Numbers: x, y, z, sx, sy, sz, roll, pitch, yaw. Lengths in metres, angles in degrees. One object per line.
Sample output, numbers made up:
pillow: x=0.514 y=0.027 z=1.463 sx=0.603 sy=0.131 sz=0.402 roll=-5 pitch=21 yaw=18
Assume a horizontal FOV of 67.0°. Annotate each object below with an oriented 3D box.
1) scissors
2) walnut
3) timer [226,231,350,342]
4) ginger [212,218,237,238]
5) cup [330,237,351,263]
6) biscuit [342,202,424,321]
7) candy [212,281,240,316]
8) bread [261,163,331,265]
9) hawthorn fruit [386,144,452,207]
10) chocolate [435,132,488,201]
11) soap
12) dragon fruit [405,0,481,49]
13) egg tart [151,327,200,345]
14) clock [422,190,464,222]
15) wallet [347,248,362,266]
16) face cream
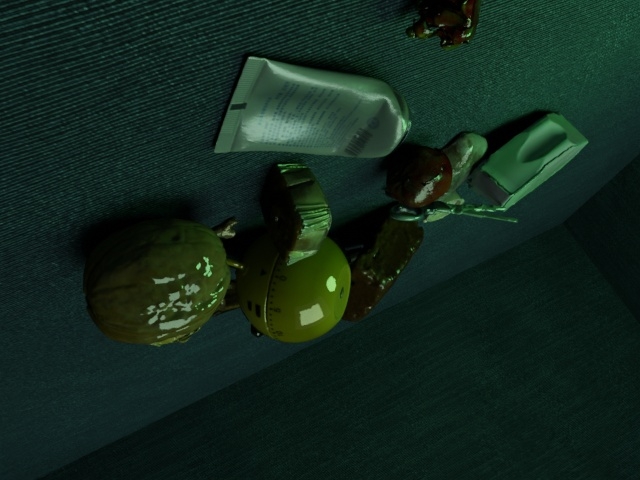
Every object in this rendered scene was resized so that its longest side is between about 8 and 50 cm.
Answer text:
scissors: x=0.388 y=-0.096 z=1.451 sx=0.383 sy=0.256 sz=0.029 roll=7 pitch=115 yaw=2
walnut: x=-0.355 y=0.089 z=1.076 sx=0.313 sy=0.277 sz=0.252 roll=-11 pitch=-168 yaw=-27
timer: x=-0.115 y=0.120 z=1.413 sx=0.387 sy=0.376 sz=0.376 roll=12 pitch=169 yaw=19
ginger: x=-0.255 y=-0.023 z=1.267 sx=0.097 sy=0.030 sz=0.048 roll=-31 pitch=132 yaw=2
cup: x=0.042 y=0.051 z=1.714 sx=0.102 sy=0.099 sz=0.074 roll=-21 pitch=158 yaw=-19
biscuit: x=0.199 y=0.086 z=1.695 sx=0.395 sy=0.166 sz=0.343 roll=-50 pitch=171 yaw=-36
candy: x=-0.305 y=0.190 z=1.611 sx=0.143 sy=0.101 sz=0.271 roll=-29 pitch=166 yaw=18
bread: x=-0.067 y=-0.063 z=1.178 sx=0.109 sy=0.192 sz=0.210 roll=-15 pitch=156 yaw=-25
hawthorn fruit: x=0.297 y=-0.183 z=1.396 sx=0.235 sy=0.181 sz=0.181 roll=-2 pitch=147 yaw=-50
chocolate: x=0.415 y=-0.218 z=1.572 sx=0.185 sy=0.100 sz=0.303 roll=1 pitch=142 yaw=-47
soap: x=0.687 y=-0.257 z=1.616 sx=0.446 sy=0.156 sz=0.261 roll=-32 pitch=163 yaw=-23
dragon fruit: x=0.239 y=-0.418 z=0.868 sx=0.175 sy=0.142 sz=0.138 roll=-9 pitch=118 yaw=1
egg tart: x=-0.430 y=0.206 z=1.366 sx=0.315 sy=0.120 sz=0.315 roll=-16 pitch=146 yaw=-11
clock: x=0.461 y=-0.137 z=1.859 sx=0.229 sy=0.063 sz=0.155 roll=-13 pitch=157 yaw=-29
wallet: x=0.023 y=0.115 z=1.918 sx=0.321 sy=0.044 sz=0.170 roll=-13 pitch=153 yaw=-36
face cream: x=0.013 y=-0.248 z=0.985 sx=0.420 sy=0.137 sz=0.235 roll=-4 pitch=151 yaw=-32
